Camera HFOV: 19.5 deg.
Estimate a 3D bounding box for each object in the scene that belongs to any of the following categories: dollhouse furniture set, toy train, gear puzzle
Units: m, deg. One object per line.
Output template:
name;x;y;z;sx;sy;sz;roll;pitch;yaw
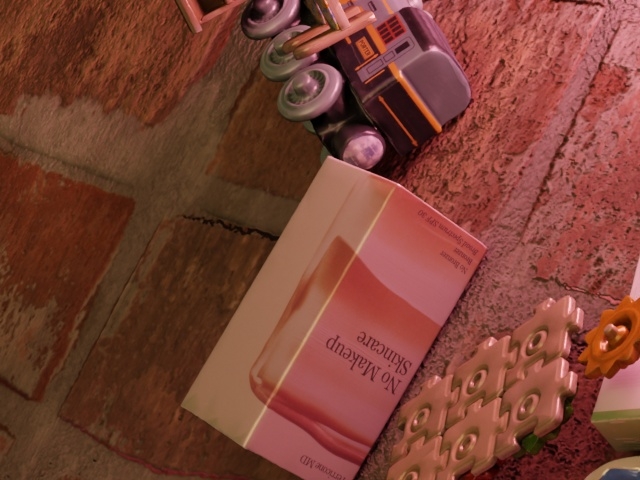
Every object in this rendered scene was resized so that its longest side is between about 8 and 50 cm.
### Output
dollhouse furniture set;-0.078;-0.296;1.964;0.161;0.212;0.242;-28;13;-4
toy train;0.037;-0.208;2.060;0.190;0.142;0.334;-33;40;7
gear puzzle;0.183;0.141;1.669;0.339;0.044;0.175;-38;24;37

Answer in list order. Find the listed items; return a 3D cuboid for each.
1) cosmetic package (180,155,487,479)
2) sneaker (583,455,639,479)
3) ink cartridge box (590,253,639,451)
cosmetic package;0.015;0.086;1.855;0.129;0.153;0.296;26;85;52
sneaker;0.281;0.226;1.550;0.152;0.058;0.084;-17;44;31
ink cartridge box;0.341;0.067;1.604;0.171;0.056;0.235;-10;45;42
